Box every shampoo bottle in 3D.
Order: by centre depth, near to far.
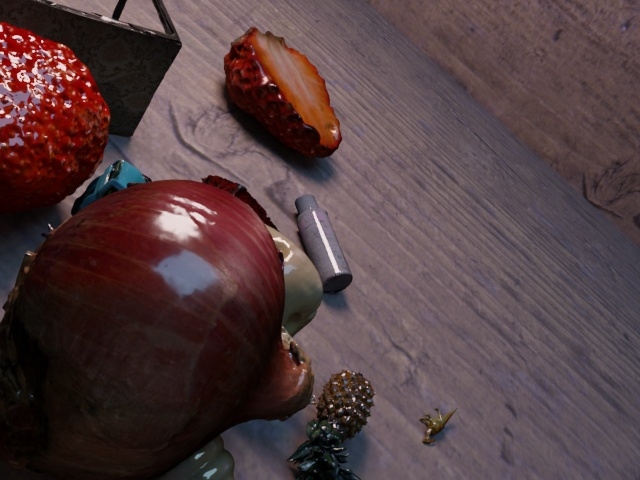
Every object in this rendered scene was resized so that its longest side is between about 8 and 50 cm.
[{"bbox_3d":[0.000,0.000,1.197,0.072,0.072,0.214,10,45,-38],"label":"shampoo bottle"}]

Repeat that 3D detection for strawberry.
[{"bbox_3d":[-0.410,-0.144,0.788,0.257,0.257,0.277,26,23,-22],"label":"strawberry"},{"bbox_3d":[-0.094,-0.318,1.407,0.336,0.149,0.265,58,29,6],"label":"strawberry"}]

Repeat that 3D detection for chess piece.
[{"bbox_3d":[-0.110,0.320,0.713,0.170,0.094,0.094,51,35,9],"label":"chess piece"}]

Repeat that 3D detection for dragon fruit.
[{"bbox_3d":[-0.159,-0.021,1.065,0.127,0.120,0.161,20,-24,52],"label":"dragon fruit"}]

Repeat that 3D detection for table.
[{"bbox_3d":[-0.460,-0.368,1.016,0.335,0.222,0.272,4,48,-43],"label":"table"}]

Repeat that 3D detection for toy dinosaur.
[{"bbox_3d":[0.205,0.315,1.082,0.041,0.026,0.113,53,44,5],"label":"toy dinosaur"}]

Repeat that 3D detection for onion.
[{"bbox_3d":[-0.193,0.095,0.667,0.353,0.354,0.354,26,37,-22],"label":"onion"}]

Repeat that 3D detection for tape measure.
[{"bbox_3d":[-0.285,-0.040,0.901,0.125,0.146,0.081,40,32,-34],"label":"tape measure"}]

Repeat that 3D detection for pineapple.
[{"bbox_3d":[0.030,0.275,0.905,0.103,0.083,0.221,38,36,-4],"label":"pineapple"}]

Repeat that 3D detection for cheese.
[{"bbox_3d":[-0.106,0.074,0.906,0.117,0.235,0.218,-40,122,-40],"label":"cheese"}]
